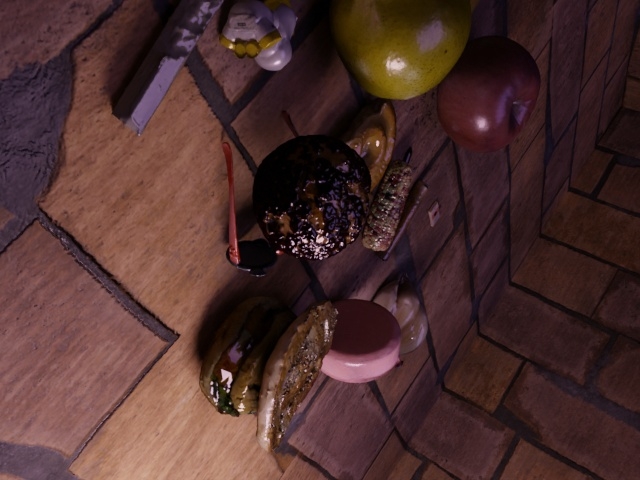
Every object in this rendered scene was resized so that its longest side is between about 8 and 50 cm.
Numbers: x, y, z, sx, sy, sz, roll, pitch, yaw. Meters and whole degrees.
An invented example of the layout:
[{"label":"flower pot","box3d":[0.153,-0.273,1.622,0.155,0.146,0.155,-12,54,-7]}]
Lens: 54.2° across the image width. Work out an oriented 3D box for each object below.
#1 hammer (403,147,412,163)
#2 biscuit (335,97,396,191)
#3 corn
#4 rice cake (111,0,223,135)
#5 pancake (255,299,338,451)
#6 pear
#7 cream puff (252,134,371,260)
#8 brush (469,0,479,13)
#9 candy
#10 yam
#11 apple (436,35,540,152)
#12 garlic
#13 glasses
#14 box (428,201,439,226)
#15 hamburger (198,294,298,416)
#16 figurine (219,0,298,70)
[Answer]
[{"label":"hammer","box3d":[0.220,-0.171,1.726,0.065,0.021,0.178,1,112,-57]},{"label":"biscuit","box3d":[0.090,-0.191,1.438,0.274,0.091,0.213,-54,147,-21]},{"label":"corn","box3d":[0.180,-0.092,1.665,0.086,0.086,0.253,0,111,-57]},{"label":"rice cake","box3d":[-0.221,-0.273,0.917,0.256,0.057,0.052,-60,152,-5]},{"label":"pancake","box3d":[-0.050,0.287,1.386,0.356,0.065,0.356,-57,162,-31]},{"label":"pear","box3d":[0.150,-0.409,1.181,0.294,0.294,0.294,-37,141,-37]},{"label":"cream puff","box3d":[-0.004,-0.079,1.161,0.239,0.165,0.239,-9,102,-46]},{"label":"brush","box3d":[0.335,-0.577,1.562,0.233,0.047,0.103,-59,150,-5]},{"label":"candy","box3d":[0.097,0.260,1.638,0.255,0.255,0.094,-36,140,-38]},{"label":"yam","box3d":[0.238,-0.057,1.820,0.264,0.046,0.046,-59,150,-7]},{"label":"apple","box3d":[0.441,-0.393,1.683,0.305,0.235,0.306,-34,139,-36]},{"label":"garlic","box3d":[0.227,0.250,1.986,0.292,0.210,0.237,-46,112,-20]},{"label":"glasses","box3d":[-0.090,-0.086,1.214,0.234,0.118,0.268,-35,140,-38]},{"label":"box","box3d":[0.370,-0.086,2.035,0.046,0.012,0.083,-52,148,-18]},{"label":"hamburger","box3d":[-0.152,0.257,1.372,0.265,0.134,0.285,-59,161,-30]},{"label":"figurine","box3d":[-0.086,-0.355,1.042,0.178,0.109,0.130,-4,94,-60]}]
